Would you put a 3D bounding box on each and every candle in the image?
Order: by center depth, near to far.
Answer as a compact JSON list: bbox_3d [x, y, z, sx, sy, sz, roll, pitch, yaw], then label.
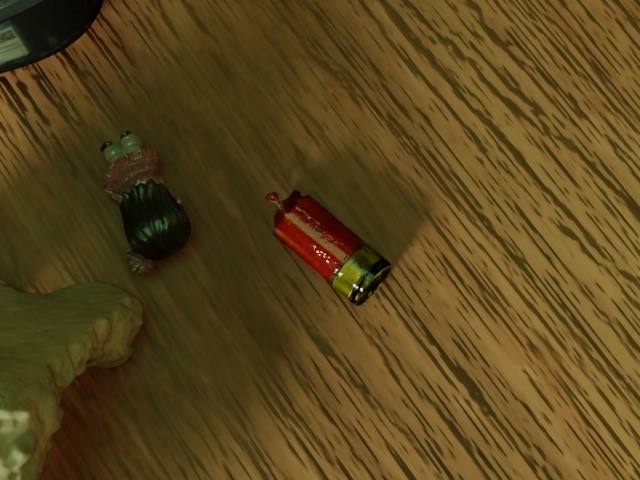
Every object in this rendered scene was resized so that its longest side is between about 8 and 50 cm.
[{"bbox_3d":[0.000,0.000,1.091,0.130,0.052,0.052,40,81,13],"label":"candle"}]

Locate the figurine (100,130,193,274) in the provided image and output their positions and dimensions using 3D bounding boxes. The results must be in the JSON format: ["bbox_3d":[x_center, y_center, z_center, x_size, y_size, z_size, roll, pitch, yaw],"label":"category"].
[{"bbox_3d":[-0.166,-0.036,1.110,0.072,0.054,0.129,-28,74,1],"label":"figurine"}]

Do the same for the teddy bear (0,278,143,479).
[{"bbox_3d":[-0.300,0.244,0.971,0.327,0.375,0.362,7,104,4],"label":"teddy bear"}]

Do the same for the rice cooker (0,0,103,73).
[{"bbox_3d":[-0.317,-0.279,1.095,0.267,0.224,0.267,-1,74,5],"label":"rice cooker"}]
